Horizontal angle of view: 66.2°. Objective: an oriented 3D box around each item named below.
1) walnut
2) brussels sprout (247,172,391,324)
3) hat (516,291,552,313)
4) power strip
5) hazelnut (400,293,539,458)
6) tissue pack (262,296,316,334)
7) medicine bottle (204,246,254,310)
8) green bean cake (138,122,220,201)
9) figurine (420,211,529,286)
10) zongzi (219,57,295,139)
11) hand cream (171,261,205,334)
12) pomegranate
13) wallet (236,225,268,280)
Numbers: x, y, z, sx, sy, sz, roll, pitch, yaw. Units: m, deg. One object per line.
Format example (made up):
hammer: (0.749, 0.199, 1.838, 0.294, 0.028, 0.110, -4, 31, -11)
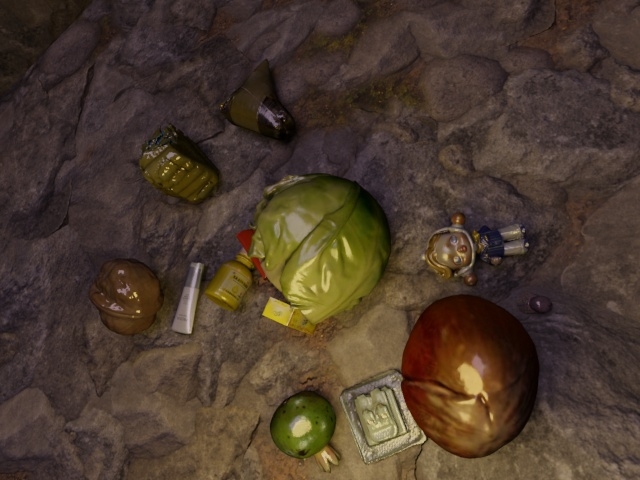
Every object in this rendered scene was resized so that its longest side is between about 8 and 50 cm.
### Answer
walnut: (-0.673, 0.195, 1.723, 0.273, 0.227, 0.273, -10, 66, 25)
brussels sprout: (0.011, -0.012, 1.422, 0.361, 0.342, 0.425, -39, 71, 13)
hat: (0.558, 0.164, 1.284, 0.087, 0.042, 0.058, 16, 78, 29)
power strip: (0.160, 0.475, 1.335, 0.198, 0.064, 0.213, -30, 62, 14)
hazelnut: (0.351, 0.310, 1.150, 0.315, 0.372, 0.372, 0, 70, 2)
tissue pack: (-0.086, 0.229, 1.473, 0.095, 0.176, 0.062, 19, 81, 28)
medicine bottle: (-0.282, 0.117, 1.638, 0.122, 0.122, 0.212, 17, 64, 29)
green bean cake: (-0.564, -0.292, 1.828, 0.202, 0.285, 0.310, -44, 58, 9)
figurine: (0.422, 0.009, 1.362, 0.274, 0.133, 0.194, -33, 84, 4)
zongzi: (-0.178, -0.539, 1.830, 0.289, 0.154, 0.317, 24, 76, 22)
hand cream: (-0.459, 0.203, 1.726, 0.079, 0.048, 0.255, 4, 74, 24)
pomegranate: (-0.030, 0.529, 1.350, 0.187, 0.187, 0.225, -34, 90, 10)
wallet: (-0.171, 0.033, 1.625, 0.142, 0.045, 0.204, -17, 55, -31)
